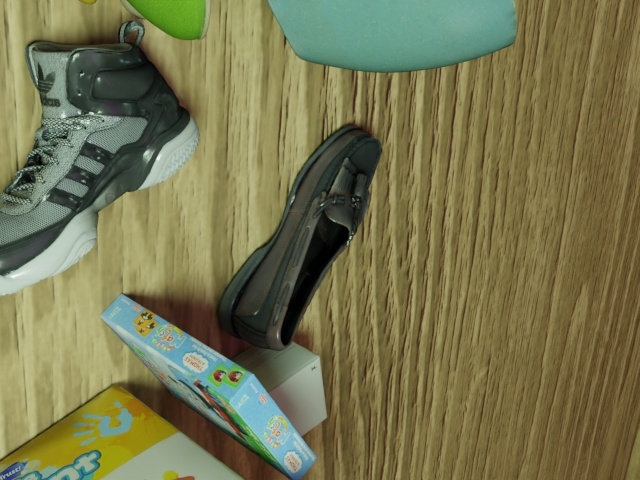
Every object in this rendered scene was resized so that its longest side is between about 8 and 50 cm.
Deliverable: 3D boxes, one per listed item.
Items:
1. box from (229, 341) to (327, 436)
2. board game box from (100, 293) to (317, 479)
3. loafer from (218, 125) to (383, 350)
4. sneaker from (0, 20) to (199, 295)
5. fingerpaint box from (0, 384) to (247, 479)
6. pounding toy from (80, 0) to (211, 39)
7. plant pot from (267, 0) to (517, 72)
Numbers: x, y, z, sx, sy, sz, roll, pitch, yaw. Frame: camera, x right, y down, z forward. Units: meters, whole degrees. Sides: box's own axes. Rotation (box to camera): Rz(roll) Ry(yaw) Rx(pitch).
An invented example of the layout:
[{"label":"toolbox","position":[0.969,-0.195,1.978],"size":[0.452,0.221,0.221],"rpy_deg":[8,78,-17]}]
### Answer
[{"label":"box","position":[-0.058,0.189,0.999],"size":[0.102,0.087,0.101],"rpy_deg":[-30,127,-36]},{"label":"board game box","position":[-0.115,0.148,0.824],"size":[0.039,0.211,0.160],"rpy_deg":[-48,136,-20]},{"label":"loafer","position":[0.000,0.000,0.971],"size":[0.302,0.095,0.109],"rpy_deg":[-57,139,-13]},{"label":"sneaker","position":[-0.227,-0.080,0.690],"size":[0.268,0.101,0.153],"rpy_deg":[-46,135,-32]},{"label":"fingerpaint box","position":[-0.234,0.369,0.671],"size":[0.445,0.371,0.163],"rpy_deg":[-34,129,-34]},{"label":"pounding toy","position":[-0.160,-0.244,0.621],"size":[0.110,0.237,0.182],"rpy_deg":[-10,112,-15]},{"label":"plant pot","position":[0.037,-0.279,0.785],"size":[0.195,0.290,0.290],"rpy_deg":[-26,134,7]}]
